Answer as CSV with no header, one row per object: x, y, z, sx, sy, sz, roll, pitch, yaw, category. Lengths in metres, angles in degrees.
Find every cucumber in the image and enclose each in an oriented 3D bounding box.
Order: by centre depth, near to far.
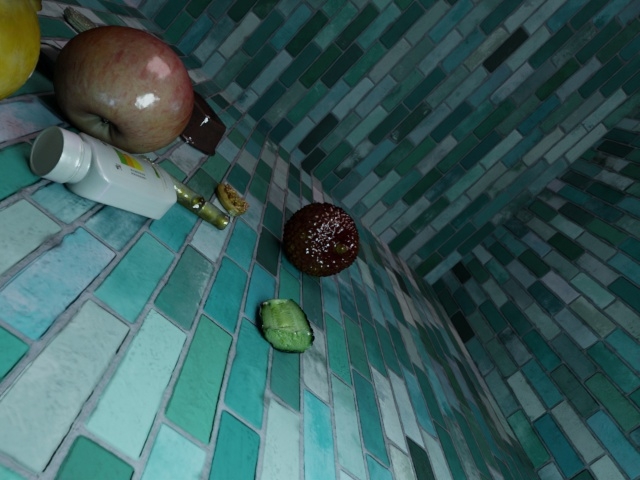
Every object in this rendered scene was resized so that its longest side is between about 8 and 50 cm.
-0.091,0.212,1.233,0.193,0.116,0.085,-121,-155,-58,cucumber

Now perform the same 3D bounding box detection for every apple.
-0.496,-0.364,1.247,0.345,0.345,0.269,42,40,-16,apple

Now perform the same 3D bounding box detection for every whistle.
-0.388,-0.130,1.386,0.068,0.057,0.326,-1,-29,48,whistle

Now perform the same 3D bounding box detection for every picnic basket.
-0.491,-0.483,1.959,0.296,0.129,0.223,53,13,23,picnic basket

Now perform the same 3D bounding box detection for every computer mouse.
-0.707,-0.484,1.412,0.380,0.090,0.167,24,9,-24,computer mouse

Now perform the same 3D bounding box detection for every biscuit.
-0.858,-0.791,1.929,0.250,0.046,0.147,28,23,-53,biscuit

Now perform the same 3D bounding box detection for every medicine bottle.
-0.463,-0.146,1.092,0.161,0.111,0.296,53,16,28,medicine bottle

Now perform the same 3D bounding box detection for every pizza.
-0.297,-0.139,1.710,0.134,0.046,0.175,27,22,-53,pizza

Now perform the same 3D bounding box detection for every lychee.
0.000,0.000,1.749,0.276,0.275,0.304,37,-5,-35,lychee

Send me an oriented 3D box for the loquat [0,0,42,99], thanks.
-0.626,-0.396,0.840,0.328,0.360,0.328,-20,90,-79,loquat
